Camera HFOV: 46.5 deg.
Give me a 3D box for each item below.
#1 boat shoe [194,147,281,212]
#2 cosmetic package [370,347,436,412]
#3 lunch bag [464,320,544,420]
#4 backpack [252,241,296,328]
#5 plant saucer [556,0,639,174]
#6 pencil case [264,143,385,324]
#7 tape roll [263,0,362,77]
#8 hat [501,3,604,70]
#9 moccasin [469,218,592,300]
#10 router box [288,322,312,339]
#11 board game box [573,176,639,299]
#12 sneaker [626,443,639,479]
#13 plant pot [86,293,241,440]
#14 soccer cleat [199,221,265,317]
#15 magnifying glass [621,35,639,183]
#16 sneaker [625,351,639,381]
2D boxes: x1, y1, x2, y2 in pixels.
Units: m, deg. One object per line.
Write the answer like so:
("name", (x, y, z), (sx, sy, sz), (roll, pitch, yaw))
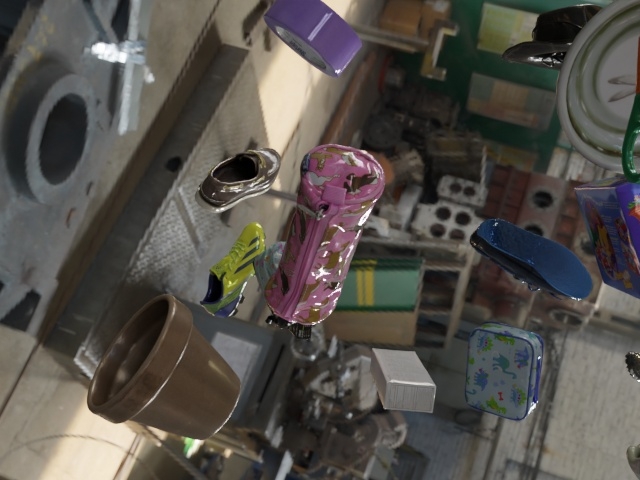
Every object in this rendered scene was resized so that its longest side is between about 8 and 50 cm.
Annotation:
("boat shoe", (-0.198, -0.179, 1.957), (0.324, 0.116, 0.097), (-36, 165, -48))
("cosmetic package", (0.164, 0.284, 1.531), (0.239, 0.098, 0.061), (-106, -156, -82))
("lunch bag", (0.446, 0.317, 1.802), (0.090, 0.176, 0.219), (-16, 112, -55))
("backpack", (-0.071, 0.093, 1.697), (0.152, 0.182, 0.115), (-22, 174, -45))
("plant saucer", (0.691, -0.340, 1.571), (0.101, 0.400, 0.401), (-86, -175, -62))
("pencil case", (0.000, 0.000, 1.418), (0.386, 0.167, 0.160), (109, -36, -47))
("tape roll", (-0.015, -0.409, 1.463), (0.080, 0.189, 0.189), (-53, 166, 1))
("hat", (0.595, -0.477, 1.735), (0.331, 0.331, 0.134), (-1, 96, -76))
("moccasin", (0.549, 0.046, 1.948), (0.138, 0.342, 0.117), (-59, -174, -23))
("router box", (-0.049, 0.174, 1.856), (0.092, 0.038, 0.123), (-146, -119, -67))
("board game box", (0.630, -0.011, 1.528), (0.347, 0.078, 0.234), (-32, 104, -82))
("sneaker", (0.601, 0.313, 1.200), (0.252, 0.111, 0.103), (-47, -162, 2))
("plant pot", (-0.284, 0.272, 1.455), (0.263, 0.229, 0.263), (-41, -156, 23))
("soccer cleat", (-0.244, 0.073, 2.078), (0.121, 0.093, 0.289), (29, 77, -34))
("magnifying glass", (0.501, -0.203, 1.154), (0.092, 0.026, 0.231), (-174, -94, -86))
("sneaker", (0.955, 0.373, 2.105), (0.106, 0.234, 0.078), (-24, -142, 43))
